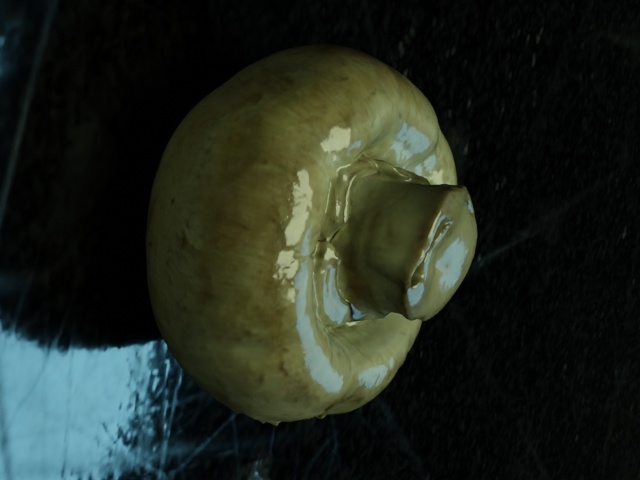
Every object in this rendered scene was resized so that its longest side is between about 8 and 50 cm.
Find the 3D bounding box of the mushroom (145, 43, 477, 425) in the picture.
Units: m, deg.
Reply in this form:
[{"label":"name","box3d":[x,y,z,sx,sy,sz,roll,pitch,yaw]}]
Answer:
[{"label":"mushroom","box3d":[0.000,0.000,0.674,0.166,0.127,0.166,-34,135,-43]}]
